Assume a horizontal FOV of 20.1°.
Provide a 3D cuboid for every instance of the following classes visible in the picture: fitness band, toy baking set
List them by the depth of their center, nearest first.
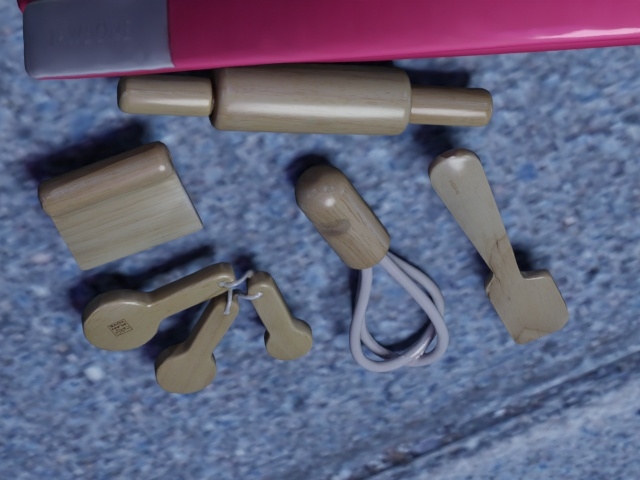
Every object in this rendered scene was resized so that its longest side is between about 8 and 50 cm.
[{"bbox_3d":[0.026,-0.086,0.605,0.209,0.291,0.054,-9,99,-48],"label":"fitness band"},{"bbox_3d":[0.000,-0.005,0.825,0.256,0.030,0.197,-2,137,-11],"label":"toy baking set"}]
